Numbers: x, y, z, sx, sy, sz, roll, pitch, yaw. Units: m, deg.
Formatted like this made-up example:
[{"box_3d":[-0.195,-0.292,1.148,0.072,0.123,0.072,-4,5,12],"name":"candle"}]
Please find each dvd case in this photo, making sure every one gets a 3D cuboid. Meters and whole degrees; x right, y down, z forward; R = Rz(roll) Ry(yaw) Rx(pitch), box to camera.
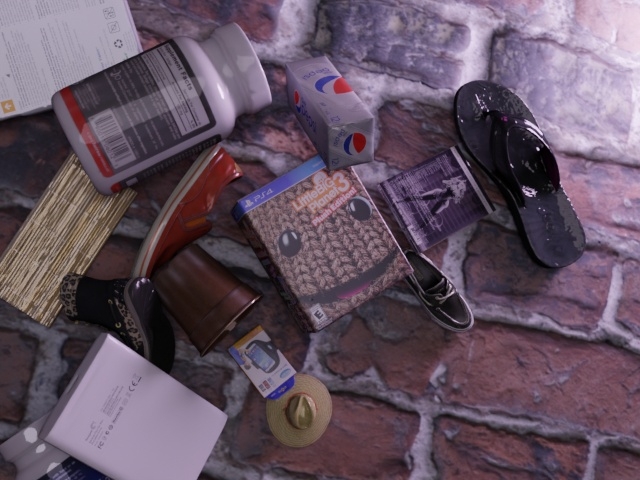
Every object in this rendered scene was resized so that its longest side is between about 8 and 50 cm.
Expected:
[{"box_3d":[0.242,-0.088,1.701,0.221,0.018,0.165,-28,84,-26],"name":"dvd case"}]

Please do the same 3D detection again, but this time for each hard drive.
[{"box_3d":[-0.323,0.331,1.470,0.307,0.040,0.203,43,62,-33],"name":"hard drive"}]

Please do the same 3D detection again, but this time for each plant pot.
[{"box_3d":[-0.223,0.105,1.553,0.165,0.167,0.167,44,77,5],"name":"plant pot"}]

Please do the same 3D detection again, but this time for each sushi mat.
[{"box_3d":[-0.496,-0.006,1.573,0.151,0.019,0.317,32,79,-5],"name":"sushi mat"}]

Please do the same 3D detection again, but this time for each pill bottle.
[{"box_3d":[-0.287,-0.249,1.519,0.362,0.210,0.210,-27,90,-10],"name":"pill bottle"},{"box_3d":[-0.447,0.439,1.465,0.153,0.153,0.265,-35,92,-13],"name":"pill bottle"}]

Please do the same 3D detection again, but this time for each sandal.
[{"box_3d":[0.440,-0.153,1.732,0.167,0.107,0.446,-30,90,-13],"name":"sandal"}]

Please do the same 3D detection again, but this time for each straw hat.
[{"box_3d":[-0.036,0.335,1.607,0.144,0.061,0.145,1,84,-11],"name":"straw hat"}]

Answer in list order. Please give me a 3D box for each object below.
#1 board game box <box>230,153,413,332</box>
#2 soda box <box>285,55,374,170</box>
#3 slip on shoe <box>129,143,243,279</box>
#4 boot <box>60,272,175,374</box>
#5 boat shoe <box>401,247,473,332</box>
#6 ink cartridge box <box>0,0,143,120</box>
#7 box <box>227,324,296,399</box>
[{"box_3d":[0.000,0.000,1.610,0.232,0.141,0.291,-32,91,-13],"name":"board game box"},{"box_3d":[0.014,-0.251,1.573,0.091,0.286,0.098,-12,127,-13],"name":"soda box"},{"box_3d":[-0.261,-0.036,1.578,0.101,0.123,0.331,35,74,-10],"name":"slip on shoe"},{"box_3d":[-0.378,0.159,1.543,0.178,0.085,0.236,6,126,22],"name":"boot"},{"box_3d":[0.235,0.105,1.681,0.219,0.070,0.078,45,78,-4],"name":"boat shoe"},{"box_3d":[-0.529,-0.415,1.564,0.330,0.071,0.324,-18,98,-12],"name":"ink cartridge box"},{"box_3d":[-0.110,0.243,1.606,0.081,0.028,0.136,-37,79,-13],"name":"box"}]
